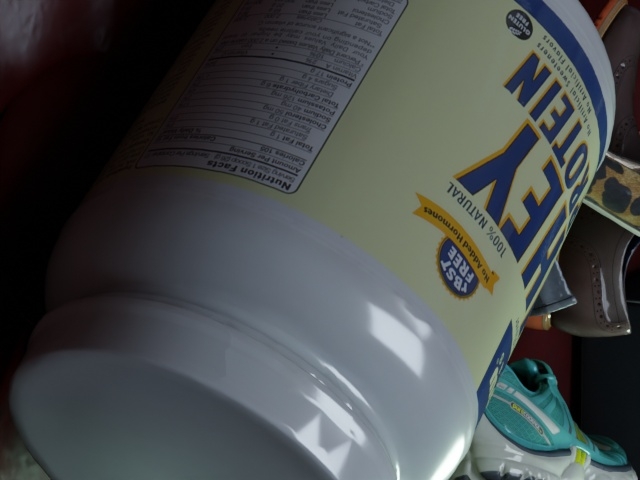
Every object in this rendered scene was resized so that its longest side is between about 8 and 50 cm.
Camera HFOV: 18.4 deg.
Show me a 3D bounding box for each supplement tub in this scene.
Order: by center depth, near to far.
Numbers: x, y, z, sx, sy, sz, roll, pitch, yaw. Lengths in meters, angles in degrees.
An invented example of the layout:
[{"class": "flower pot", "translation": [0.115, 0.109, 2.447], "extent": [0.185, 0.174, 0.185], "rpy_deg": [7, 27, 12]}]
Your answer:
[{"class": "supplement tub", "translation": [0.000, 0.000, 1.049], "extent": [0.325, 0.235, 0.235], "rpy_deg": [-61, 143, -33]}]

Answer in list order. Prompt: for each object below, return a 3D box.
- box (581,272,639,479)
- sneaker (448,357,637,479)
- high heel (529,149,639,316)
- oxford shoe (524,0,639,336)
[{"class": "box", "translation": [0.361, 0.171, 1.751], "extent": [0.294, 0.182, 0.296], "rpy_deg": [-17, 109, -59]}, {"class": "sneaker", "translation": [0.169, 0.145, 1.508], "extent": [0.275, 0.107, 0.110], "rpy_deg": [25, 60, -62]}, {"class": "high heel", "translation": [0.230, -0.078, 1.438], "extent": [0.261, 0.093, 0.186], "rpy_deg": [-24, 101, -9]}, {"class": "oxford shoe", "translation": [0.228, -0.056, 1.546], "extent": [0.097, 0.098, 0.271], "rpy_deg": [29, 73, -75]}]
